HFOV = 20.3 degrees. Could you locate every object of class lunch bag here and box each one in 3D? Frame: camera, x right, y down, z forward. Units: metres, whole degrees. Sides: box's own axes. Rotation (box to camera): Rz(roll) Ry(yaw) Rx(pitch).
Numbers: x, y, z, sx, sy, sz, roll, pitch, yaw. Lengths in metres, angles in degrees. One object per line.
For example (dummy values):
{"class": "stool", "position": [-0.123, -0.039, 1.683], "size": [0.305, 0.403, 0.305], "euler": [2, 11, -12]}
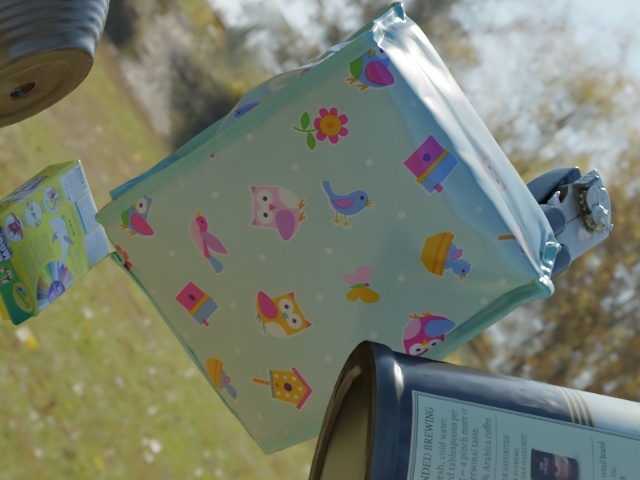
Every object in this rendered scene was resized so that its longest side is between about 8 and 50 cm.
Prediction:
{"class": "lunch bag", "position": [0.000, 0.000, 1.226], "size": [0.223, 0.262, 0.160], "euler": [54, 20, -7]}

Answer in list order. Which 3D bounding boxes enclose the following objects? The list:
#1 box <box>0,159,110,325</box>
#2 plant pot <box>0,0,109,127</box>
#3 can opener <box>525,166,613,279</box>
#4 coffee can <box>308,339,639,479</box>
{"class": "box", "position": [-0.272, 0.003, 1.710], "size": [0.179, 0.043, 0.105], "euler": [-48, 124, -60]}
{"class": "plant pot", "position": [-0.245, -0.157, 1.333], "size": [0.110, 0.237, 0.237], "euler": [62, 0, 14]}
{"class": "can opener", "position": [0.197, 0.004, 1.703], "size": [0.280, 0.093, 0.074], "euler": [-32, 116, -50]}
{"class": "coffee can", "position": [0.136, 0.184, 1.030], "size": [0.275, 0.202, 0.201], "euler": [13, 6, -8]}
